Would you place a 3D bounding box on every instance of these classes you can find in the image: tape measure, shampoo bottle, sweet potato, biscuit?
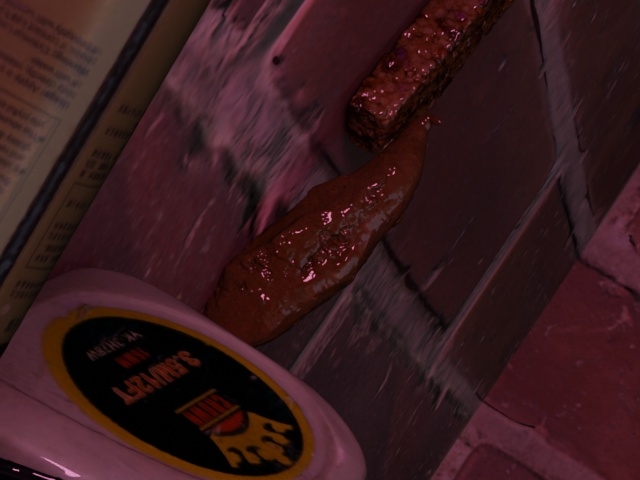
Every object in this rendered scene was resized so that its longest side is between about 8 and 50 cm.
[{"bbox_3d":[-0.091,0.117,0.851,0.115,0.207,0.235,-59,168,21],"label":"tape measure"},{"bbox_3d":[-0.132,-0.013,0.630,0.284,0.101,0.101,-59,166,7],"label":"shampoo bottle"},{"bbox_3d":[0.000,0.000,1.160,0.206,0.060,0.068,-44,148,-8],"label":"sweet potato"},{"bbox_3d":[0.084,-0.136,1.218,0.199,0.034,0.064,-51,166,-21],"label":"biscuit"}]
